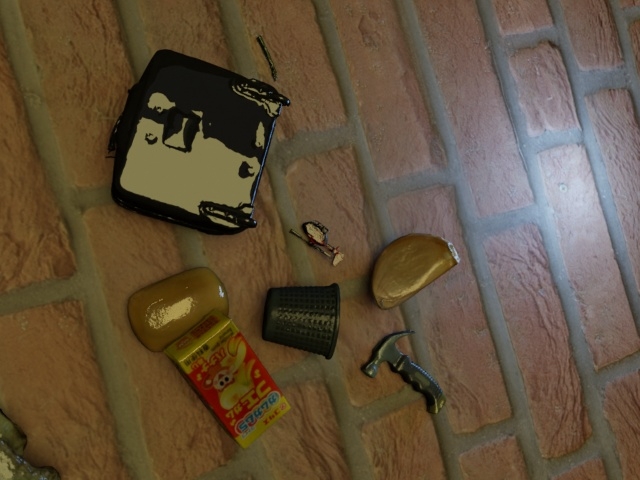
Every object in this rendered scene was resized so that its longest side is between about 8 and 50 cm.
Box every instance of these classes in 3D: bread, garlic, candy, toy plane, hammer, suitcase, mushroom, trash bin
[{"bbox_3d":[-0.301,0.147,1.431,0.217,0.098,0.147,-26,98,-19],"label":"bread"},{"bbox_3d":[0.211,0.077,1.592,0.245,0.164,0.145,-36,114,-14],"label":"garlic"},{"bbox_3d":[-0.194,0.297,1.417,0.146,0.088,0.276,-38,118,-21],"label":"candy"},{"bbox_3d":[0.000,0.000,1.588,0.145,0.037,0.060,39,77,-11],"label":"toy plane"},{"bbox_3d":[0.224,0.328,1.635,0.226,0.041,0.158,45,74,-10],"label":"hammer"},{"bbox_3d":[-0.270,-0.203,1.428,0.340,0.188,0.345,18,81,-19],"label":"suitcase"},{"bbox_3d":[-0.634,0.435,1.241,0.190,0.164,0.267,-42,99,-20],"label":"mushroom"},{"bbox_3d":[-0.048,0.171,1.496,0.161,0.175,0.175,9,82,-7],"label":"trash bin"}]

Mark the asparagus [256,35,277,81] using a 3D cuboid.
[{"bbox_3d":[-0.126,-0.437,1.597,0.015,0.014,0.114,-23,92,13],"label":"asparagus"}]
